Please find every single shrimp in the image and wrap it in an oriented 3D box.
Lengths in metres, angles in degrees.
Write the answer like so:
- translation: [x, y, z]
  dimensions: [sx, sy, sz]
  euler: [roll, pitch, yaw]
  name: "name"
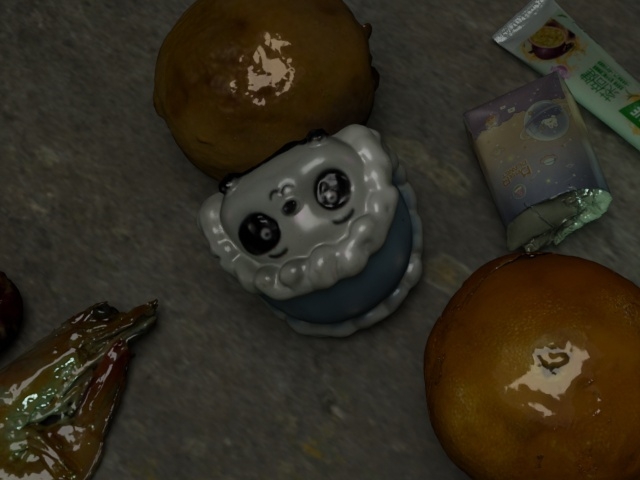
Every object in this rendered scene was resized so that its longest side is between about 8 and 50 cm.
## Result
- translation: [-0.268, 0.169, 1.367]
  dimensions: [0.154, 0.062, 0.294]
  euler: [42, 83, 8]
  name: "shrimp"

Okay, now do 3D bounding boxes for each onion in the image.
- translation: [-0.367, 0.077, 1.398]
  dimensions: [0.107, 0.097, 0.107]
  euler: [6, 79, -34]
  name: "onion"

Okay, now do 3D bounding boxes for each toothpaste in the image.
- translation: [0.316, -0.147, 1.398]
  dimensions: [0.058, 0.056, 0.314]
  euler: [-21, 57, -42]
  name: "toothpaste"

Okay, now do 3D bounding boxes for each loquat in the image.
- translation: [-0.057, -0.163, 1.382]
  dimensions: [0.238, 0.193, 0.238]
  euler: [-4, 62, 8]
  name: "loquat"

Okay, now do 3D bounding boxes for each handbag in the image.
- translation: [0.225, -0.073, 1.363]
  dimensions: [0.117, 0.095, 0.173]
  euler: [-24, 61, 17]
  name: "handbag"

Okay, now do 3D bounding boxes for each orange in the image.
- translation: [0.211, 0.131, 1.219]
  dimensions: [0.240, 0.240, 0.240]
  euler: [-3, 69, 8]
  name: "orange"

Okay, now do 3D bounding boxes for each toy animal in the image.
- translation: [0.000, 0.000, 1.310]
  dimensions: [0.208, 0.204, 0.156]
  euler: [-27, 65, 7]
  name: "toy animal"
